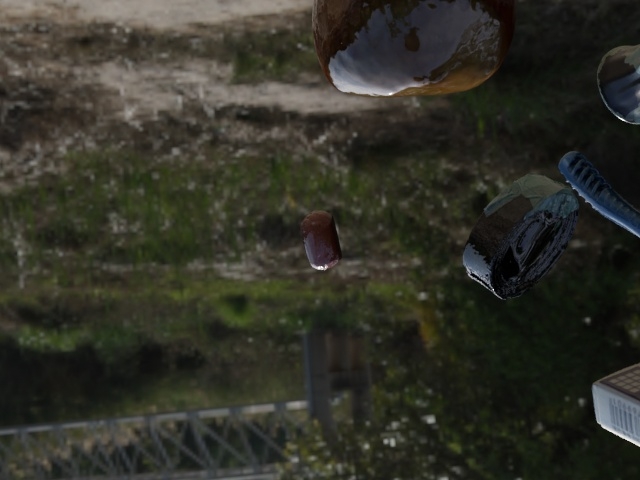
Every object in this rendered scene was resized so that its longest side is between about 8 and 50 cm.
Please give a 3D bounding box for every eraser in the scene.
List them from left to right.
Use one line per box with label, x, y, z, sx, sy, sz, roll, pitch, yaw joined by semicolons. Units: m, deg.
eraser;0.517;0.251;1.443;0.124;0.081;0.279;-17;-163;-21

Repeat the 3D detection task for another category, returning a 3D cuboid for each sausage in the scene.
sausage;-0.001;0.000;1.622;0.054;0.094;0.059;-12;-172;9

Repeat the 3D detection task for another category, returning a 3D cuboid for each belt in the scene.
belt;0.305;-0.012;1.570;0.078;0.198;0.151;38;175;44

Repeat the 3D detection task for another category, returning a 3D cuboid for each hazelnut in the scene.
hazelnut;0.091;-0.240;1.042;0.210;0.210;0.186;-7;-164;13

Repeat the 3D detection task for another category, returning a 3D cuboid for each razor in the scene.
razor;0.342;-0.009;1.119;0.082;0.253;0.042;-2;133;-37

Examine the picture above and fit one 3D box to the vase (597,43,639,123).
vase;0.491;-0.248;1.273;0.165;0.165;0.360;-3;169;-19
